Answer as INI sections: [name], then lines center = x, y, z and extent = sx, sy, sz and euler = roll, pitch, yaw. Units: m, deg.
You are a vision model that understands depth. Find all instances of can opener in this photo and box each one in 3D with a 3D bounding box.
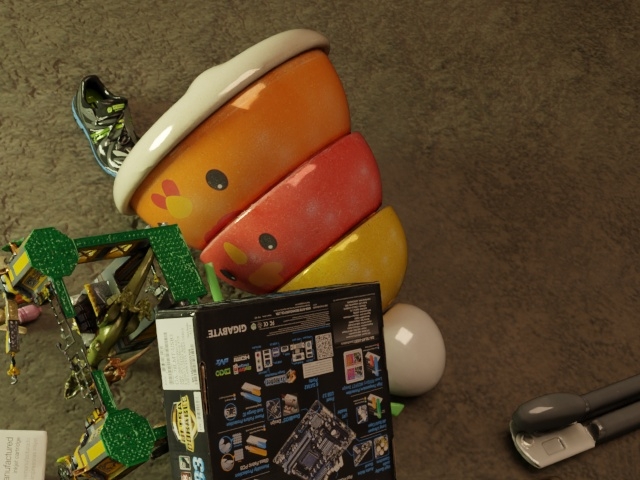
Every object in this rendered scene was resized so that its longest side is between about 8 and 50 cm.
[can opener]
center = 0.373, 0.231, 1.450
extent = 0.280, 0.093, 0.074
euler = -11, 56, -30

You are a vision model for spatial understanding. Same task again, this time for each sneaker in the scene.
[sneaker]
center = -0.296, -0.160, 1.542
extent = 0.067, 0.078, 0.188
euler = -23, 63, -31

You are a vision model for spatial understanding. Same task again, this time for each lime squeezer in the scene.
[lime squeezer]
center = -0.049, 0.161, 1.347
extent = 0.310, 0.110, 0.059
euler = 38, 10, -7

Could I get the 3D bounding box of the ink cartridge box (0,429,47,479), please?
[ink cartridge box]
center = -0.414, 0.292, 1.136
extent = 0.237, 0.100, 0.172
euler = 4, 52, -14

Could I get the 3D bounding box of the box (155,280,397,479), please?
[box]
center = -0.035, 0.204, 1.187
extent = 0.295, 0.073, 0.293
euler = -7, 92, -48

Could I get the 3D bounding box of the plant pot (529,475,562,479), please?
[plant pot]
center = 0.194, 0.413, 1.171
extent = 0.263, 0.263, 0.229
euler = -22, 81, -30

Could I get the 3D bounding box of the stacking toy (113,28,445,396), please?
[stacking toy]
center = 0.000, 0.000, 1.407
extent = 0.480, 0.350, 0.350
euler = 50, 54, 3

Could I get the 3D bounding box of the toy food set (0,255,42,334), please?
[toy food set]
center = -0.388, 0.073, 1.371
extent = 0.078, 0.019, 0.122
euler = 11, 43, -10

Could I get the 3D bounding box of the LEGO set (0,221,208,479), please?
[LEGO set]
center = -0.243, 0.141, 1.249
extent = 0.255, 0.192, 0.331
euler = -22, 78, -46
